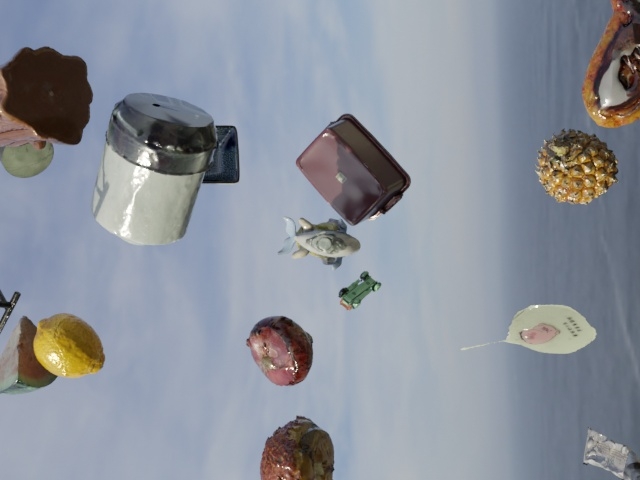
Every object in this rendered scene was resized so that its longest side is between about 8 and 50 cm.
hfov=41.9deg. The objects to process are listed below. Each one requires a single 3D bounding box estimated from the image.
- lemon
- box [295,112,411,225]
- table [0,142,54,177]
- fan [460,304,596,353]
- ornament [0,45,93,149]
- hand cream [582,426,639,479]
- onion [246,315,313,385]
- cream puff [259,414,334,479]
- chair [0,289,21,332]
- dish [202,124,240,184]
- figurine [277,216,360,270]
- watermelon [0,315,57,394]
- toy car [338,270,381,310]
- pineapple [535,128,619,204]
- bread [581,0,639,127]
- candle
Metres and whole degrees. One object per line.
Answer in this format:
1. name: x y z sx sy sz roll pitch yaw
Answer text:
1. lemon: -0.588 0.251 1.962 0.187 0.142 0.142 41 -147 -23
2. box: 0.084 -0.189 2.292 0.294 0.193 0.167 47 -154 5
3. table: -0.757 -0.228 2.143 0.043 0.133 0.133 43 160 37
4. fan: 0.435 0.210 1.809 0.182 0.310 0.010 44 -136 -29
5. ornament: -0.632 -0.295 1.802 0.235 0.218 0.221 -50 -57 -37
6. hand cream: 0.622 0.464 1.758 0.257 0.050 0.084 -177 94 -84
7. onion: -0.084 0.264 2.044 0.147 0.184 0.184 -18 -73 -45
8. cream puff: -0.056 0.541 1.992 0.240 0.164 0.240 -14 -75 -61
9. chair: -0.684 0.158 1.523 0.155 0.141 0.260 11 -64 -48
10. dish: -0.343 -0.216 2.257 0.080 0.243 0.181 111 156 -65
11. figurine: 0.000 0.000 2.085 0.184 0.209 0.128 -152 73 -80
12. watermelon: -0.702 0.300 2.056 0.207 0.136 0.202 -17 -49 -53
13. toy car: 0.117 0.152 2.503 0.143 0.073 0.054 -36 -24 -39
14. pineapple: 0.521 -0.174 1.750 0.137 0.161 0.176 39 -154 -42
15. bread: 0.550 -0.332 1.487 0.095 0.139 0.268 -22 -58 -83
16. candle: -0.349 -0.120 1.711 0.221 0.221 0.342 -70 2 -64
